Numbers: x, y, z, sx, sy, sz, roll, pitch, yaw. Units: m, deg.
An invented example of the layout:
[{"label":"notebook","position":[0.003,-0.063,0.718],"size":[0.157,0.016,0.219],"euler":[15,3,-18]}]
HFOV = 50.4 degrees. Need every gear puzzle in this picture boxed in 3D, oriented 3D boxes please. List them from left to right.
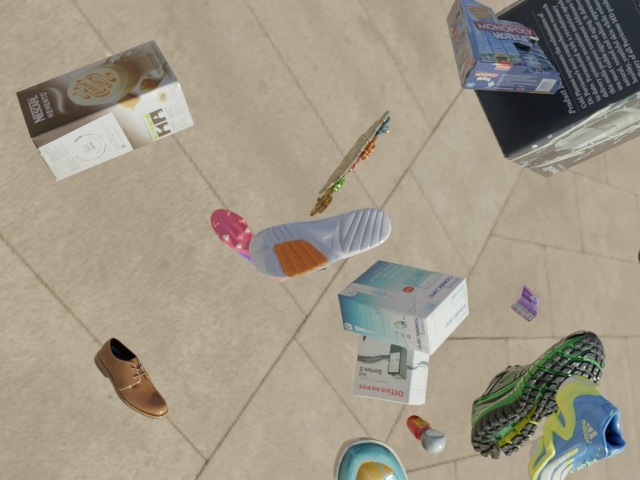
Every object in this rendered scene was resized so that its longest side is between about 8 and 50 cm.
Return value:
[{"label":"gear puzzle","position":[0.076,-0.181,1.707],"size":[0.044,0.175,0.339],"euler":[40,59,-8]}]

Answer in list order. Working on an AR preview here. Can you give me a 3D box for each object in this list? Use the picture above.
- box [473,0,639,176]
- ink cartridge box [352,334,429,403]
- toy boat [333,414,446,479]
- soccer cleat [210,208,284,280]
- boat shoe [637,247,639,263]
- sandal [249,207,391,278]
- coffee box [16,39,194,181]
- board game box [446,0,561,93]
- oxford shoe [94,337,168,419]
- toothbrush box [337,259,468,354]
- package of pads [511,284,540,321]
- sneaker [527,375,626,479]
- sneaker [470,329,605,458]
[{"label":"box","position":[0.615,-0.381,1.483],"size":[0.480,0.471,0.297],"euler":[0,68,-61]},{"label":"ink cartridge box","position":[0.223,0.354,2.090],"size":[0.114,0.198,0.273],"euler":[20,75,-55]},{"label":"toy boat","position":[0.188,0.602,1.828],"size":[0.318,0.148,0.267],"euler":[-40,113,-9]},{"label":"soccer cleat","position":[-0.177,0.017,1.698],"size":[0.248,0.095,0.083],"euler":[36,67,9]},{"label":"boat shoe","position":[0.779,0.066,1.301],"size":[0.095,0.335,0.112],"euler":[-23,123,-51]},{"label":"sandal","position":[0.003,0.010,1.259],"size":[0.076,0.265,0.102],"euler":[50,28,-77]},{"label":"coffee box","position":[-0.358,-0.220,1.139],"size":[0.246,0.141,0.098],"euler":[-25,142,-11]},{"label":"board game box","position":[0.307,-0.347,1.193],"size":[0.194,0.060,0.194],"euler":[-2,55,-22]},{"label":"oxford shoe","position":[-0.402,0.297,1.468],"size":[0.212,0.076,0.076],"euler":[43,29,11]},{"label":"toothbrush box","position":[0.231,0.178,1.899],"size":[0.216,0.295,0.126],"euler":[-35,126,-40]},{"label":"package of pads","position":[0.426,0.130,1.415],"size":[0.050,0.032,0.083],"euler":[42,30,3]},{"label":"sneaker","position":[0.443,0.361,1.173],"size":[0.091,0.126,0.240],"euler":[-6,114,-33]},{"label":"sneaker","position":[0.425,0.291,1.394],"size":[0.134,0.343,0.146],"euler":[34,28,-19]}]
